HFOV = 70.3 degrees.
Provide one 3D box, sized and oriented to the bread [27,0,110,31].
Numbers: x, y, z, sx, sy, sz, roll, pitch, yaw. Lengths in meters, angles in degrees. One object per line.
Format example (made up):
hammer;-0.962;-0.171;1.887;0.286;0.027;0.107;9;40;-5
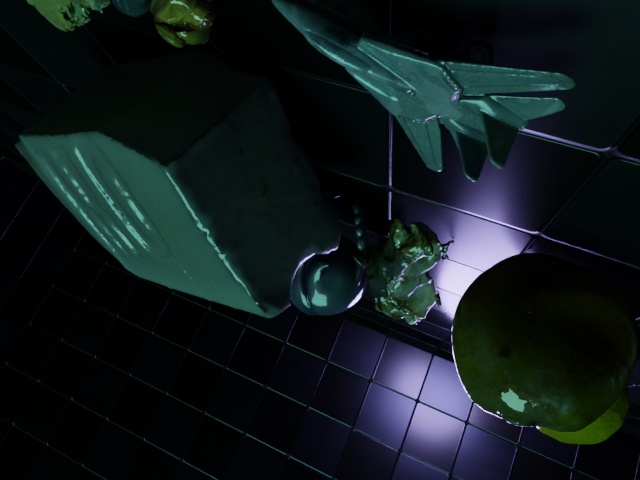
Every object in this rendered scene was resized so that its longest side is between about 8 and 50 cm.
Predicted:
bread;-0.337;-0.334;0.523;0.250;0.039;0.182;20;155;50

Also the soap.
soap;-0.223;-0.089;0.714;0.434;0.213;0.351;9;135;40

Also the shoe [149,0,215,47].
shoe;-0.154;-0.253;0.508;0.069;0.072;0.109;35;162;-19

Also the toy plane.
toy plane;0.080;-0.169;0.438;0.267;0.088;0.212;34;162;-7

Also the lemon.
lemon;0.591;0.350;1.085;0.245;0.245;0.320;6;151;49

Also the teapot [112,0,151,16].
teapot;-0.210;-0.291;0.508;0.063;0.049;0.083;25;165;-3

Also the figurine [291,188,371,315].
figurine;-0.002;0.015;0.888;0.197;0.175;0.265;17;124;53

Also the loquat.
loquat;0.357;0.166;0.754;0.275;0.284;0.276;19;159;8

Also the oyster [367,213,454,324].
oyster;0.176;0.064;0.944;0.198;0.133;0.337;47;155;18
